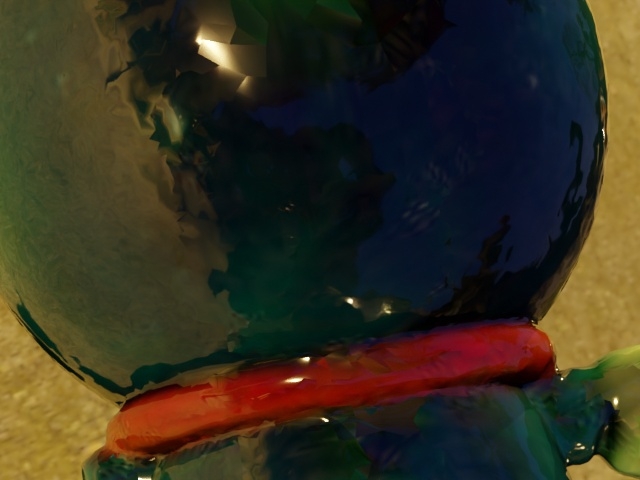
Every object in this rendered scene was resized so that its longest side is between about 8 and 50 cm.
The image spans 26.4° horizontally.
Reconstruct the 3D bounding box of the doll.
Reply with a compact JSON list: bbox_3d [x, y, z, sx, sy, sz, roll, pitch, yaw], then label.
[{"bbox_3d":[-0.001,0.000,0.411,0.186,0.199,0.322,102,-28,-74],"label":"doll"}]
